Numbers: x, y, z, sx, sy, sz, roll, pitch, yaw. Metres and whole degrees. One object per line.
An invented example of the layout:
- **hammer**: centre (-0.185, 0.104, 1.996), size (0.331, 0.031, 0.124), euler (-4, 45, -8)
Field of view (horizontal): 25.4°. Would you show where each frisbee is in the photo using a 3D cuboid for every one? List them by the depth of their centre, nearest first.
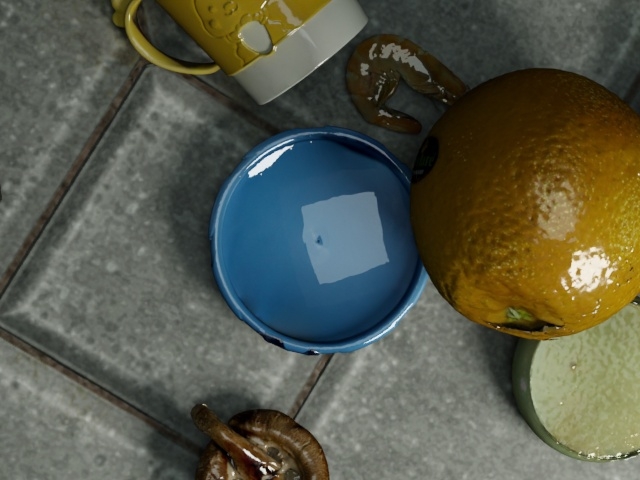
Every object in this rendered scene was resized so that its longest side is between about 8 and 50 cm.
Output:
- **frisbee**: centre (0.000, 0.000, 1.499), size (0.242, 0.045, 0.242), euler (0, 89, -12)

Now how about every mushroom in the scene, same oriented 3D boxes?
- **mushroom**: centre (-0.071, 0.233, 1.469), size (0.135, 0.080, 0.170), euler (-43, 95, -20)

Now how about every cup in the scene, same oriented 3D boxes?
- **cup**: centre (-0.094, -0.252, 1.440), size (0.241, 0.185, 0.226), euler (-34, 102, 26)

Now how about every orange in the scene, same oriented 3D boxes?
- **orange**: centre (0.220, -0.035, 1.423), size (0.274, 0.274, 0.274), euler (0, 89, -9)

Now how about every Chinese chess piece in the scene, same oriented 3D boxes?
- **Chinese chess piece**: centre (0.300, 0.144, 1.530), size (0.188, 0.083, 0.188), euler (0, 92, -8)

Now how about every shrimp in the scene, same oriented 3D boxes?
- **shrimp**: centre (0.099, -0.153, 1.518), size (0.162, 0.045, 0.095), euler (34, 85, -9)

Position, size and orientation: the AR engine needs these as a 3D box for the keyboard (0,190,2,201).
- **keyboard**: centre (-0.396, -0.218, 1.449), size (0.103, 0.041, 0.381), euler (-7, 97, -10)
